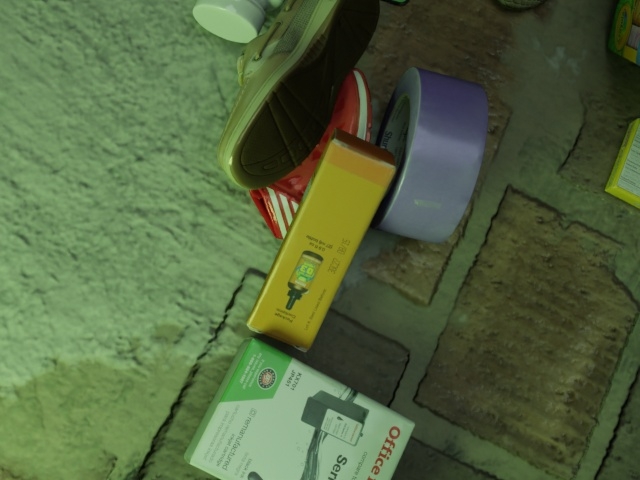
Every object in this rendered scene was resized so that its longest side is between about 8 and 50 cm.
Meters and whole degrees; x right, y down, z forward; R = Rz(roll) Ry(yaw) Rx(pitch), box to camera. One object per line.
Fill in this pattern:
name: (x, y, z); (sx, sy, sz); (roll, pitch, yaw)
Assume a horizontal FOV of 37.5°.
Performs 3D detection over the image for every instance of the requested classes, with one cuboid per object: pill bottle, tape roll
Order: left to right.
pill bottle: (-0.080, -0.330, 1.105); (0.108, 0.108, 0.180); (22, 77, -8)
tape roll: (0.117, -0.095, 1.067); (0.080, 0.189, 0.189); (14, 78, -9)

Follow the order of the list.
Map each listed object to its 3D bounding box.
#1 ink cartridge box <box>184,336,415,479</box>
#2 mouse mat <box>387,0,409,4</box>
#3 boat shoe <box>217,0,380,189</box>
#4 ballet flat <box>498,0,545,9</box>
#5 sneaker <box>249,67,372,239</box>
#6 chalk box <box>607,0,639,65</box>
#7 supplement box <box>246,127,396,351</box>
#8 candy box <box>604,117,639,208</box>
ink cartridge box: (-0.022, 0.220, 1.037); (0.208, 0.087, 0.153); (28, 77, -7)
mouse mat: (0.062, -0.404, 1.201); (0.152, 0.007, 0.190); (17, 79, -9)
boat shoe: (-0.040, -0.185, 1.059); (0.098, 0.109, 0.302); (13, 63, 33)
ballet flat: (0.326, -0.384, 1.228); (0.250, 0.058, 0.084); (-34, 88, -15)
sneaker: (-0.015, -0.102, 1.094); (0.128, 0.087, 0.221); (7, 78, -13)
chalk box: (0.484, -0.292, 1.162); (0.180, 0.289, 0.179); (6, 112, -9)
supplement box: (0.000, 0.000, 1.032); (0.078, 0.080, 0.233); (24, 104, -6)
candy box: (0.477, -0.066, 1.225); (0.206, 0.027, 0.105); (27, 74, -7)
